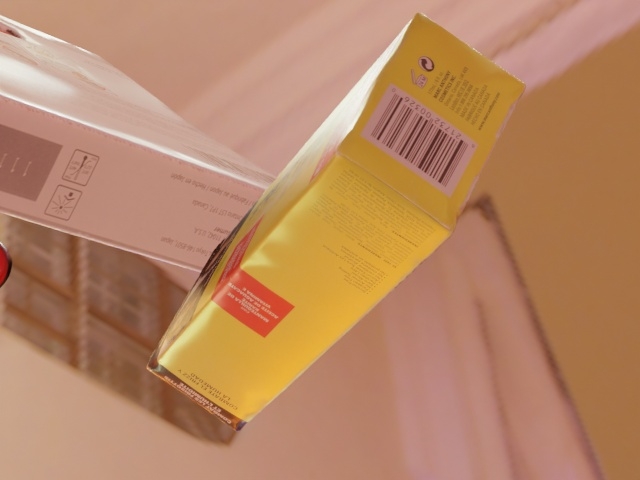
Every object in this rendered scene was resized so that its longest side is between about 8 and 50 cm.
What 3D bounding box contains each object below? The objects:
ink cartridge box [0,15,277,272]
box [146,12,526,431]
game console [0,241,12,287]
[{"bbox_3d":[-0.177,-0.076,1.100,0.261,0.296,0.066,34,-80,43],"label":"ink cartridge box"},{"bbox_3d":[0.000,0.000,0.825,0.087,0.058,0.232,-61,-171,-32],"label":"box"},{"bbox_3d":[-0.207,0.034,0.697,0.124,0.085,0.144,-16,-151,51],"label":"game console"}]
